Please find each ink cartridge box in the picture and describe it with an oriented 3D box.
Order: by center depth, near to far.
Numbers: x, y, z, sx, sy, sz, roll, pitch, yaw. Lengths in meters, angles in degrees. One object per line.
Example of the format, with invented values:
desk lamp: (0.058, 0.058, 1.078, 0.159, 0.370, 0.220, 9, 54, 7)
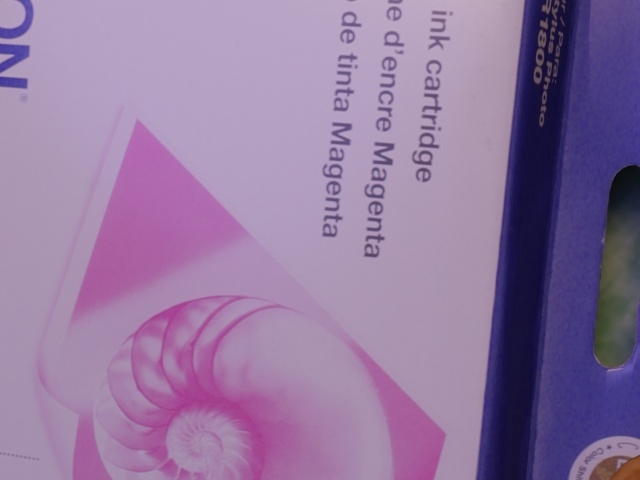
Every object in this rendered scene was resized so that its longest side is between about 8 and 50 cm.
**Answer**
ink cartridge box: (0.000, 0.000, 0.405, 0.330, 0.071, 0.324, 5, 94, 12)

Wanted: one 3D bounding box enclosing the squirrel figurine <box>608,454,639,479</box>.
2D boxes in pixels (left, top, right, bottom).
squirrel figurine: (0.223, 0.190, 0.211, 0.397, 0.281, 0.370, 45, 95, 15)
